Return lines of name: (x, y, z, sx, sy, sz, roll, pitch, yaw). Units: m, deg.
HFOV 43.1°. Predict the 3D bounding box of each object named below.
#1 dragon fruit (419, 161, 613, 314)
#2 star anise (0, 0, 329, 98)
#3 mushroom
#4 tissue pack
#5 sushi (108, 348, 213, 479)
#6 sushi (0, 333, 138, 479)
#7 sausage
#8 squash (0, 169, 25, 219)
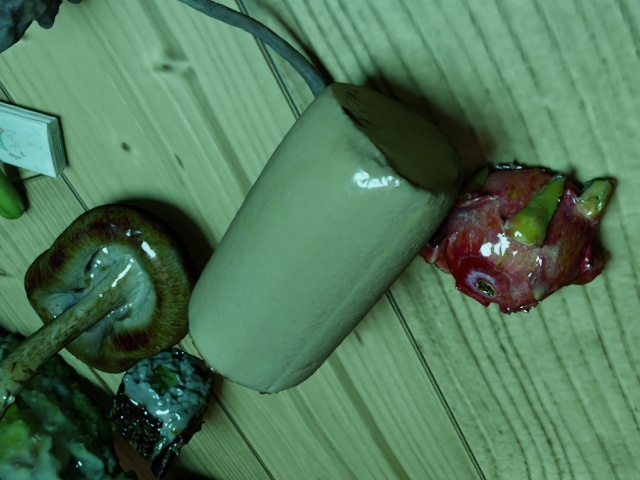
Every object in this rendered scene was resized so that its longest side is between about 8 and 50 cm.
dragon fruit: (0.131, 0.009, 0.556, 0.126, 0.068, 0.112, 4, 131, 24)
star anise: (-0.122, -0.135, 0.514, 0.228, 0.148, 0.218, 23, 177, 21)
mushroom: (-0.218, 0.084, 0.677, 0.148, 0.217, 0.227, 44, 132, -4)
tissue pack: (-0.271, -0.092, 0.693, 0.108, 0.023, 0.056, 16, 134, 14)
sushi: (-0.159, 0.164, 0.802, 0.094, 0.098, 0.084, 30, 132, 6)
sushi: (-0.362, 0.230, 0.813, 0.352, 0.294, 0.178, 47, 118, 20)
sausage: (0.000, 0.000, 0.573, 0.123, 0.123, 0.253, 34, 133, -4)
squash: (-0.289, -0.044, 0.727, 0.028, 0.027, 0.083, 15, 153, 14)
